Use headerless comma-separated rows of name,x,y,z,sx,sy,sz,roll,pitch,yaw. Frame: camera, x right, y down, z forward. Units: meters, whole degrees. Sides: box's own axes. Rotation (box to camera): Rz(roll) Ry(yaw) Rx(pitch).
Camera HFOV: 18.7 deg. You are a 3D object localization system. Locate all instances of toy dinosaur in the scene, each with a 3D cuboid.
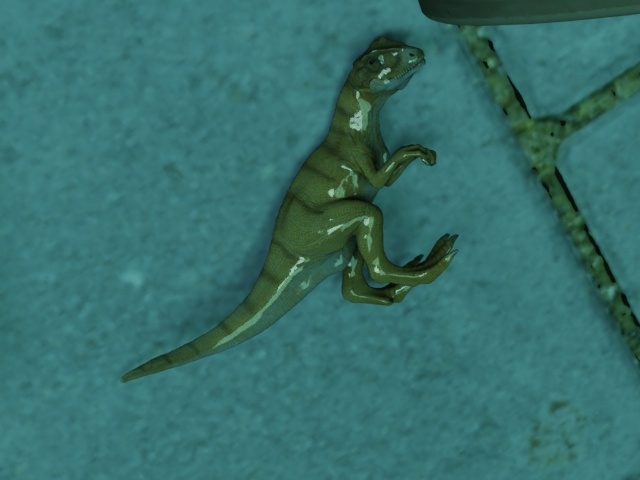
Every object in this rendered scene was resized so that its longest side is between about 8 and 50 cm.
toy dinosaur,0.000,0.000,0.968,0.112,0.064,0.211,30,93,-12

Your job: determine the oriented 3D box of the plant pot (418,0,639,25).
plant pot,0.155,-0.225,0.813,0.263,0.263,0.229,-12,103,-15
